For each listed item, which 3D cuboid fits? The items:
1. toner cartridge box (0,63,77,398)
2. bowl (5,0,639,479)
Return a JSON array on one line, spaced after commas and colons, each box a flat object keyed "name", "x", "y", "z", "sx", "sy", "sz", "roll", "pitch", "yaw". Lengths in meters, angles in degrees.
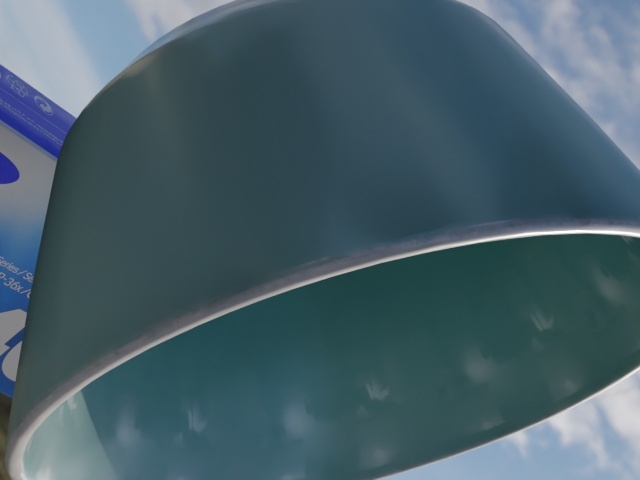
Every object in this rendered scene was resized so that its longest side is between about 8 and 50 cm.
[{"name": "toner cartridge box", "x": -0.194, "y": 0.001, "z": 0.810, "sx": 0.348, "sy": 0.165, "sz": 0.075, "roll": 36, "pitch": 19, "yaw": -42}, {"name": "bowl", "x": 0.000, "y": 0.000, "z": 0.594, "sx": 0.311, "sy": 0.311, "sz": 0.163, "roll": 94, "pitch": -20, "yaw": -65}]
